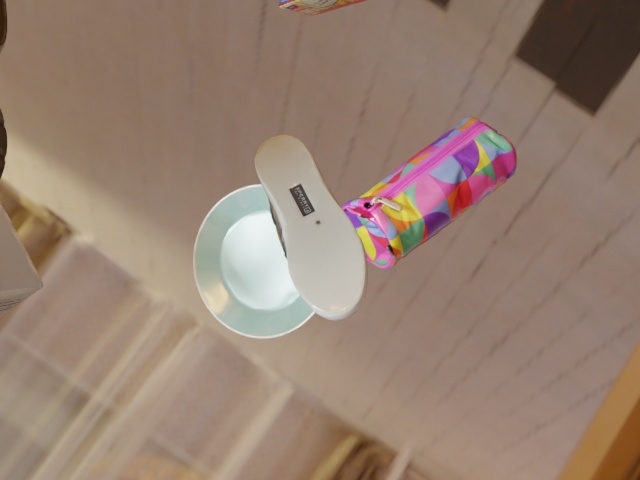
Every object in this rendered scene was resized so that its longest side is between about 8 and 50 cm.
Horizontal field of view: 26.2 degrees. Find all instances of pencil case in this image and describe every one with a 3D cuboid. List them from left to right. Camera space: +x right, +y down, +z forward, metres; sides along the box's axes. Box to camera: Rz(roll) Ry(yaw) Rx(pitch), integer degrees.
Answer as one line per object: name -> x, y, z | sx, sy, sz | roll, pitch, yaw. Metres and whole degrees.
pencil case -> 0.132, -0.060, 1.679 | 0.104, 0.236, 0.104 | 39, 151, 27

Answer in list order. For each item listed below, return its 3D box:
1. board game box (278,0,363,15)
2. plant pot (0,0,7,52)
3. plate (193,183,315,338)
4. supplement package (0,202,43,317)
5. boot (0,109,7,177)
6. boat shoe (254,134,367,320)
board game box -> 0.029, -0.307, 1.345 | 0.045, 0.147, 0.193 | 9, 176, -29
plant pot -> -0.385, -0.302, 1.506 | 0.032, 0.236, 0.236 | -10, 157, 0
plate -> -0.068, 0.025, 1.676 | 0.188, 0.188, 0.024 | 29, -169, 21
supplement package -> -0.469, 0.028, 1.569 | 0.194, 0.203, 0.149 | 60, -158, 10
boot -> -0.403, -0.084, 0.962 | 0.338, 0.118, 0.222 | 20, 153, -20
boat shoe -> 0.000, 0.000, 1.165 | 0.083, 0.065, 0.183 | 67, -178, -58
